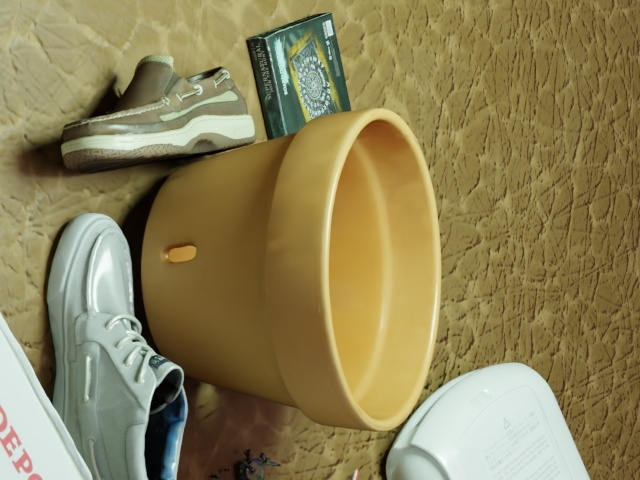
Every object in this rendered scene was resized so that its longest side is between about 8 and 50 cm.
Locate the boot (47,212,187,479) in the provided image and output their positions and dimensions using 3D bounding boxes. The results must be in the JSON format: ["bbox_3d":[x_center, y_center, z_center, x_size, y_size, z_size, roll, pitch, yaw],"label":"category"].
[{"bbox_3d":[-0.165,0.103,1.548,0.095,0.123,0.258,8,81,-54],"label":"boot"}]

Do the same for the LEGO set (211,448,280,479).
[{"bbox_3d":[-0.077,0.231,1.755,0.083,0.023,0.054,7,80,-41],"label":"LEGO set"}]

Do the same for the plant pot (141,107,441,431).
[{"bbox_3d":[-0.030,0.027,1.645,0.291,0.203,0.291,-1,90,-66],"label":"plant pot"}]

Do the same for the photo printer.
[{"bbox_3d":[0.206,0.302,2.026,0.256,0.107,0.308,-30,98,-48],"label":"photo printer"}]

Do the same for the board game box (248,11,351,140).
[{"bbox_3d":[-0.012,-0.133,1.861,0.126,0.026,0.186,-28,110,-51],"label":"board game box"}]

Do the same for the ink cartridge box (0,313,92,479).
[{"bbox_3d":[-0.369,0.199,1.219,0.395,0.166,0.285,-50,127,-43],"label":"ink cartridge box"}]

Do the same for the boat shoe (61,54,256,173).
[{"bbox_3d":[-0.154,-0.118,1.618,0.257,0.095,0.095,-14,92,-64],"label":"boat shoe"}]

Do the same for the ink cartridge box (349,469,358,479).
[{"bbox_3d":[0.003,0.392,1.682,0.261,0.066,0.296,115,-8,-65],"label":"ink cartridge box"}]
